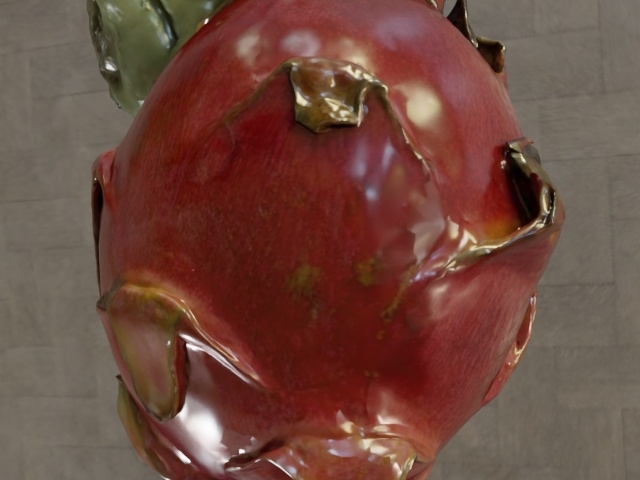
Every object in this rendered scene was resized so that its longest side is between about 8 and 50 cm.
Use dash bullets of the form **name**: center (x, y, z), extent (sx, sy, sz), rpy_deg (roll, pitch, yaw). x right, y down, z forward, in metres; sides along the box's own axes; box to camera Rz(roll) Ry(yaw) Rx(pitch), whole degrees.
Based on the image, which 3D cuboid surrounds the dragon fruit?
- **dragon fruit**: center (0.002, -0.004, 0.462), extent (0.250, 0.250, 0.315), rpy_deg (35, 83, 16)

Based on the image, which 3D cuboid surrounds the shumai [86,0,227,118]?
- **shumai**: center (-0.185, -0.340, 0.875), extent (0.324, 0.323, 0.398), rpy_deg (-33, 45, 21)
